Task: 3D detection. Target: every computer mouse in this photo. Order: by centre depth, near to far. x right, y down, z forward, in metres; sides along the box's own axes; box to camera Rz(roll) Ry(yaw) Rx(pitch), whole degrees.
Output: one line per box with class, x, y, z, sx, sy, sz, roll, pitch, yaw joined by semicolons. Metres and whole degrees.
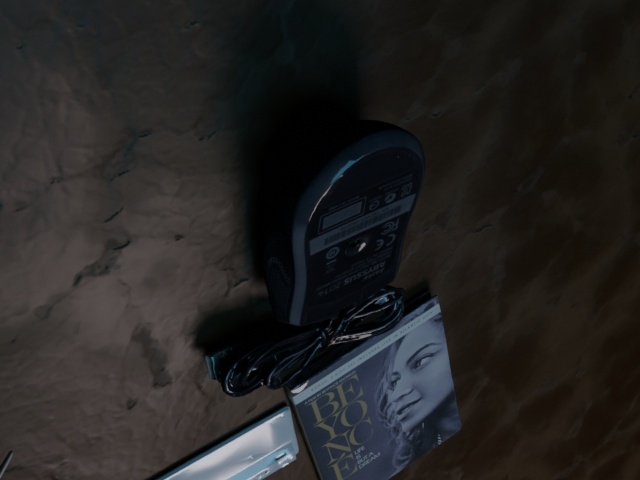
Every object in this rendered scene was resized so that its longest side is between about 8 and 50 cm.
computer mouse;0.000;0.000;0.878;0.188;0.072;0.272;-20;146;-28

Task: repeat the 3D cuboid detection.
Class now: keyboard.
keyboard;-0.132;0.231;0.999;0.256;0.014;0.072;-28;131;-18

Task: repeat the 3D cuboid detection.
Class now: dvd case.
dvd case;0.059;0.163;1.088;0.164;0.018;0.221;-31;137;-14

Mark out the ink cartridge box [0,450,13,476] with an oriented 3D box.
ink cartridge box;-0.330;0.253;0.693;0.119;0.353;0.207;31;104;-6
